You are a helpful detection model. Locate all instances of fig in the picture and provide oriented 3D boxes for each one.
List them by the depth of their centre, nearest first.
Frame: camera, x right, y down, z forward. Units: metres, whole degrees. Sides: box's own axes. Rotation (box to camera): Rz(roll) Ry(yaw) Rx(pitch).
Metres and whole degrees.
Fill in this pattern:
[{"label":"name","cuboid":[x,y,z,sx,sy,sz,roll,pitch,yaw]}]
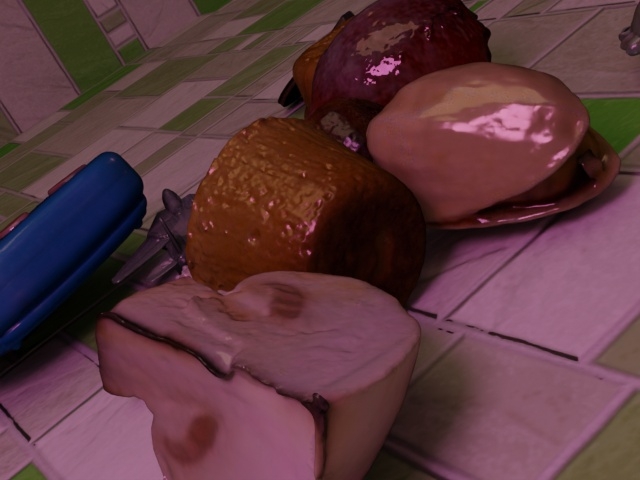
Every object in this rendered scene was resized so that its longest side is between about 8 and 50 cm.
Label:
[{"label":"fig","cuboid":[0.018,-0.057,1.040,0.201,0.146,0.134,-47,45,27]}]

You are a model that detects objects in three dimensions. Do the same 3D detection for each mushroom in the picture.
[{"label":"mushroom","cuboid":[-0.031,0.120,0.700,0.236,0.162,0.173,19,23,39]}]

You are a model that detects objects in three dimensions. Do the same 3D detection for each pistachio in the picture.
[{"label":"pistachio","cuboid":[0.149,-0.082,0.872,0.229,0.157,0.157,2,38,41]}]

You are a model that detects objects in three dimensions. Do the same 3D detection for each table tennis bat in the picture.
[{"label":"table tennis bat","cuboid":[-0.001,-0.283,1.517,0.130,0.019,0.220,-44,-2,-37]}]

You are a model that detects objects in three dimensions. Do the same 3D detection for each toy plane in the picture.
[{"label":"toy plane","cuboid":[-0.170,-0.018,1.218,0.212,0.088,0.267,-32,14,-7]}]

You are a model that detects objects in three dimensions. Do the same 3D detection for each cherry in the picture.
[{"label":"cherry","cuboid":[0.090,-0.194,1.147,0.249,0.175,0.192,-31,36,-5]}]

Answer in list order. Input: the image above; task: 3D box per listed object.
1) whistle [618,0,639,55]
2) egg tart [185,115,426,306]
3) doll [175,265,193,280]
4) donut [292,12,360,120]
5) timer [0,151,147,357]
[{"label":"whistle","cuboid":[0.400,-0.224,0.937,0.244,0.092,0.110,-6,31,47]},{"label":"egg tart","cuboid":[0.000,0.000,0.854,0.202,0.203,0.147,-41,38,-25]},{"label":"doll","cuboid":[-0.133,0.076,0.971,0.207,0.081,0.129,-43,7,-24]},{"label":"donut","cuboid":[0.069,-0.242,1.349,0.226,0.114,0.226,-23,24,11]},{"label":"timer","cuboid":[-0.368,0.040,1.207,0.309,0.115,0.340,-25,21,53]}]
